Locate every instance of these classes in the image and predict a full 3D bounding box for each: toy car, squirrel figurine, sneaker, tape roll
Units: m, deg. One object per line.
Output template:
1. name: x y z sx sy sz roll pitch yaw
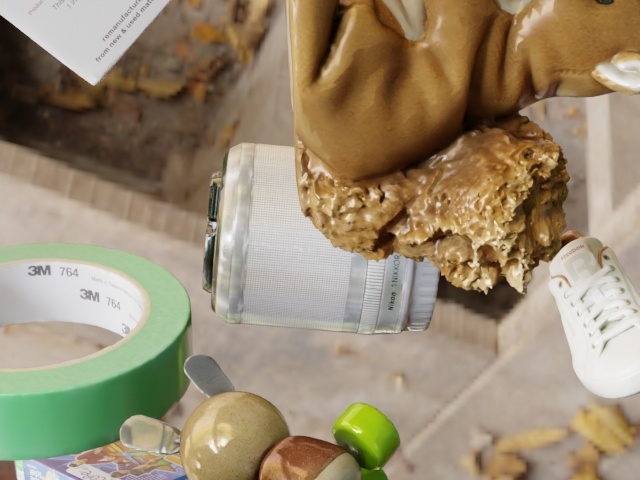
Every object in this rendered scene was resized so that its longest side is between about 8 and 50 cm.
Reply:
1. toy car: -0.060 0.175 1.259 0.188 0.155 0.149 34 148 18
2. squirrel figurine: 0.155 -0.152 1.653 0.370 0.281 0.397 -4 103 -2
3. sneaker: 0.300 0.074 1.770 0.106 0.290 0.123 -30 109 5
4. tape roll: -0.291 0.104 1.634 0.321 0.321 0.077 2 116 3

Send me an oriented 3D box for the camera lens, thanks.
1. camera lens: 0.000 0.000 1.941 0.274 0.219 0.219 5 140 -3

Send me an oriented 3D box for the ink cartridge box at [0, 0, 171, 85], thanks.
1. ink cartridge box: -0.240 -0.259 1.144 0.273 0.198 0.115 39 99 -27

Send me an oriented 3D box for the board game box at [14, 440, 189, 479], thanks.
1. board game box: -0.212 0.241 1.698 0.201 0.136 0.035 13 113 48
